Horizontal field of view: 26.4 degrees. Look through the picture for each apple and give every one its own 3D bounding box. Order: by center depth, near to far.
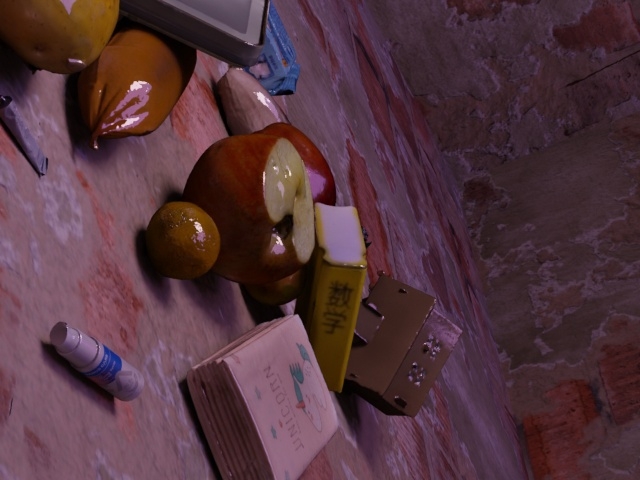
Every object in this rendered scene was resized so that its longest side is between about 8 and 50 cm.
[{"bbox_3d":[-0.088,-0.033,1.657,0.195,0.160,0.173,49,19,-52],"label":"apple"},{"bbox_3d":[-0.062,0.043,1.813,0.074,0.089,0.090,62,9,-76],"label":"apple"},{"bbox_3d":[-0.054,-0.086,1.936,0.156,0.147,0.158,-34,103,-55],"label":"apple"}]

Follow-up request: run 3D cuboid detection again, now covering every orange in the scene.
[{"bbox_3d":[-0.155,-0.001,1.513,0.085,0.085,0.095,56,7,-44],"label":"orange"}]

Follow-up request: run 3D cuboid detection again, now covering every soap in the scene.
[{"bbox_3d":[-0.125,-0.376,2.246,0.156,0.077,0.293,-72,139,-69],"label":"soap"}]

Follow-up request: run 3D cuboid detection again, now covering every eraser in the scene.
[{"bbox_3d":[0.009,0.078,1.854,0.158,0.069,0.226,-96,-166,-58],"label":"eraser"}]

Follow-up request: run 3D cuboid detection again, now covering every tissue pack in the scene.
[{"bbox_3d":[-0.062,0.193,1.608,0.325,0.071,0.170,-28,98,-76],"label":"tissue pack"}]

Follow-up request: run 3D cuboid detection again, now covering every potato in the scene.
[{"bbox_3d":[-0.269,-0.298,1.374,0.173,0.140,0.300,37,40,-35],"label":"potato"}]

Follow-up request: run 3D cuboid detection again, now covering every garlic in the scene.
[{"bbox_3d":[-0.094,-0.175,2.054,0.196,0.087,0.101,55,5,-36],"label":"garlic"}]

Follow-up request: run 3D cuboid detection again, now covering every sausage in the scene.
[{"bbox_3d":[-0.210,-0.184,1.543,0.328,0.112,0.112,-76,143,-64],"label":"sausage"}]

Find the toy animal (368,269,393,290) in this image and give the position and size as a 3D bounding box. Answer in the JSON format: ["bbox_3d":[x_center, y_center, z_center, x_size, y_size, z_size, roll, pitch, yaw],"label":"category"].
[{"bbox_3d":[0.125,0.122,2.502,0.230,0.066,0.224,62,17,-56],"label":"toy animal"}]

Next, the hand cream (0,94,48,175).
[{"bbox_3d":[-0.285,-0.102,1.296,0.030,0.019,0.093,-99,169,-49],"label":"hand cream"}]

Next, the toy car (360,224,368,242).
[{"bbox_3d":[0.031,0.003,2.311,0.062,0.071,0.165,52,15,-7],"label":"toy car"}]

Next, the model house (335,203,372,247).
[{"bbox_3d":[0.000,0.000,2.134,0.088,0.117,0.167,54,12,10],"label":"model house"}]

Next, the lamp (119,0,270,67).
[{"bbox_3d":[-0.186,-0.316,1.630,0.266,0.047,0.269,24,26,-11],"label":"lamp"}]

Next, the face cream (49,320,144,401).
[{"bbox_3d":[-0.205,0.109,1.236,0.130,0.034,0.034,51,22,-54],"label":"face cream"}]

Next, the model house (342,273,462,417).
[{"bbox_3d":[0.058,0.137,2.104,0.248,0.181,0.176,38,-21,-15],"label":"model house"}]
